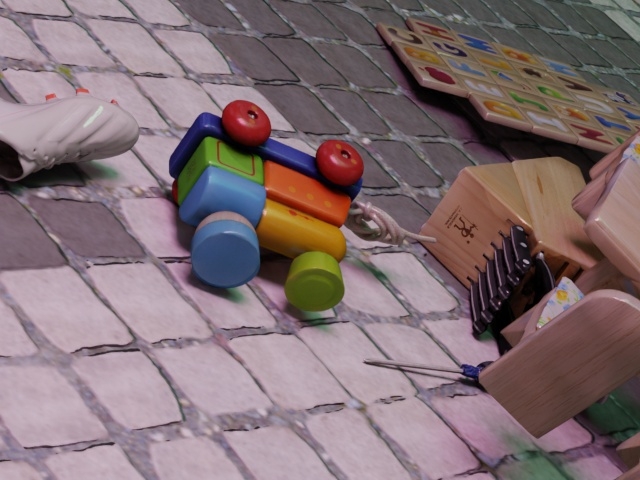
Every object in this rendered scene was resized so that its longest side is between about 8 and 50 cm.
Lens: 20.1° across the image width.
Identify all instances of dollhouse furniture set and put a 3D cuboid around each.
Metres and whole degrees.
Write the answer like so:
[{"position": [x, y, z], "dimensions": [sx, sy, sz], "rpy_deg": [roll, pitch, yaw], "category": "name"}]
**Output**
[{"position": [0.385, 0.082, 1.431], "dimensions": [0.394, 0.256, 0.362], "rpy_deg": [46, 36, -5], "category": "dollhouse furniture set"}]

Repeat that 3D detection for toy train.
[{"position": [0.000, 0.000, 1.446], "dimensions": [0.248, 0.105, 0.143], "rpy_deg": [22, 37, -23], "category": "toy train"}]

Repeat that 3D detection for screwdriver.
[{"position": [0.105, 0.102, 1.464], "dimensions": [0.170, 0.025, 0.024], "rpy_deg": [14, 31, -36], "category": "screwdriver"}]

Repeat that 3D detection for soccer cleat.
[{"position": [-0.217, -0.075, 1.365], "dimensions": [0.196, 0.068, 0.076], "rpy_deg": [6, 51, -42], "category": "soccer cleat"}]

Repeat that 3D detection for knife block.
[{"position": [0.220, 0.036, 1.646], "dimensions": [0.242, 0.088, 0.275], "rpy_deg": [45, 27, 22], "category": "knife block"}]

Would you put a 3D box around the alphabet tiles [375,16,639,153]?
[{"position": [0.239, -0.172, 2.054], "dimensions": [0.342, 0.011, 0.285], "rpy_deg": [13, 24, -22], "category": "alphabet tiles"}]
